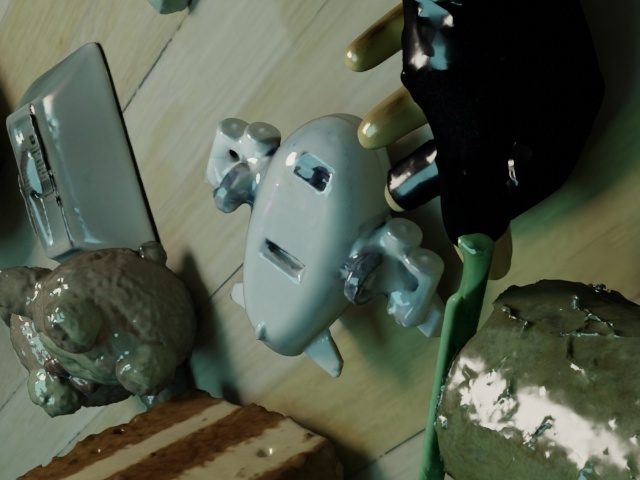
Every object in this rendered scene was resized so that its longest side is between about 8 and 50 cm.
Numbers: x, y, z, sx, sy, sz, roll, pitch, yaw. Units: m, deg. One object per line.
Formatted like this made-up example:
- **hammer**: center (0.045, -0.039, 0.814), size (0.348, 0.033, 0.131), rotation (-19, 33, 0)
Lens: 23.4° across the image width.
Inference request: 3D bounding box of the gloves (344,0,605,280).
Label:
- **gloves**: center (0.100, -0.093, 0.981), size (0.301, 0.152, 0.197), rotation (108, 162, -58)

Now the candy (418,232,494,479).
- **candy**: center (0.085, 0.150, 1.101), size (0.119, 0.119, 0.440), rotation (51, 150, 33)

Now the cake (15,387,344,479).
- **cake**: center (-0.119, 0.306, 1.401), size (0.290, 0.282, 0.255), rotation (10, 119, 52)

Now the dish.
- **dish**: center (-0.268, -0.070, 1.639), size (0.182, 0.080, 0.243), rotation (-18, 88, 59)

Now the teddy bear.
- **teddy bear**: center (-0.234, 0.095, 1.582), size (0.236, 0.151, 0.267), rotation (37, 145, -16)

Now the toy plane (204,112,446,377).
- **toy plane**: center (0.000, 0.000, 1.221), size (0.245, 0.117, 0.244), rotation (21, 125, 33)

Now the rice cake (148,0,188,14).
- **rice cake**: center (-0.123, -0.298, 1.339), size (0.080, 0.042, 0.221), rotation (57, 146, 23)

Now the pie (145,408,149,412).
- **pie**: center (-0.168, 0.214, 1.665), size (0.084, 0.021, 0.084), rotation (30, 128, 49)

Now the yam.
- **yam**: center (0.217, 0.134, 0.886), size (0.304, 0.168, 0.168), rotation (25, 124, 50)
